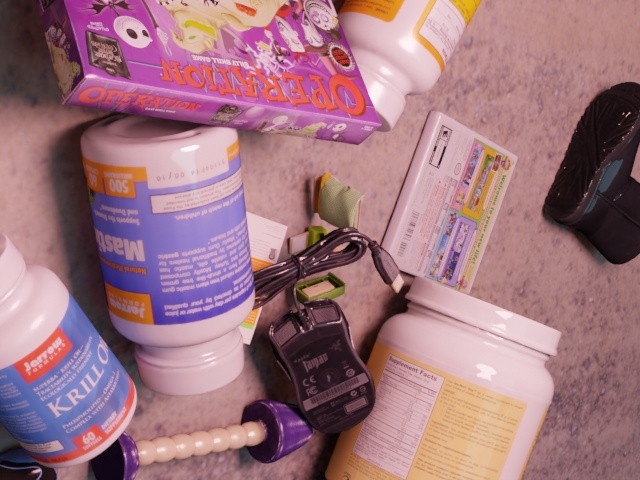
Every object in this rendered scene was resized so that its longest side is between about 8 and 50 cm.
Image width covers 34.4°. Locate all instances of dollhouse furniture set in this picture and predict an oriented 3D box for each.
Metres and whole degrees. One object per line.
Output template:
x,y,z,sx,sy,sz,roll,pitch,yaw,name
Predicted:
0.000,0.000,1.217,0.059,0.076,0.151,-18,128,-33,dollhouse furniture set

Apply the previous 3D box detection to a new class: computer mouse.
0.021,0.098,1.220,0.184,0.060,0.262,-30,121,-2,computer mouse

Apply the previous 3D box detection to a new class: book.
-0.101,0.037,1.175,0.096,0.035,0.144,20,89,-42,book

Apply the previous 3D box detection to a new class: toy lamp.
-0.124,0.231,1.187,0.275,0.080,0.080,-4,107,-43,toy lamp

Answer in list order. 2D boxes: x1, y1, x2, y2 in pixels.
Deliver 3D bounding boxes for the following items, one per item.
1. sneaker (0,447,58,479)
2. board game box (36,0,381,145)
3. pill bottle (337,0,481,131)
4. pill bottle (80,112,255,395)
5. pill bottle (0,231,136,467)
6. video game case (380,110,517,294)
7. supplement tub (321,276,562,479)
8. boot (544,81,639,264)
-0.342,0.293,0.995,0.232,0.090,0.081,-36,126,-28,sneaker
-0.106,-0.203,0.990,0.347,0.056,0.208,2,63,-44,board game box
0.095,-0.253,1.184,0.136,0.136,0.245,38,78,-44,pill bottle
-0.146,0.013,1.039,0.152,0.152,0.272,-22,118,-37,pill bottle
-0.275,0.101,0.969,0.124,0.124,0.221,-45,130,-23,pill bottle
0.177,-0.046,1.411,0.193,0.023,0.212,20,89,-45,video game case
0.157,0.236,1.337,0.241,0.241,0.331,23,88,-45,supplement tub
0.471,-0.100,1.615,0.207,0.094,0.246,26,92,-41,boot
